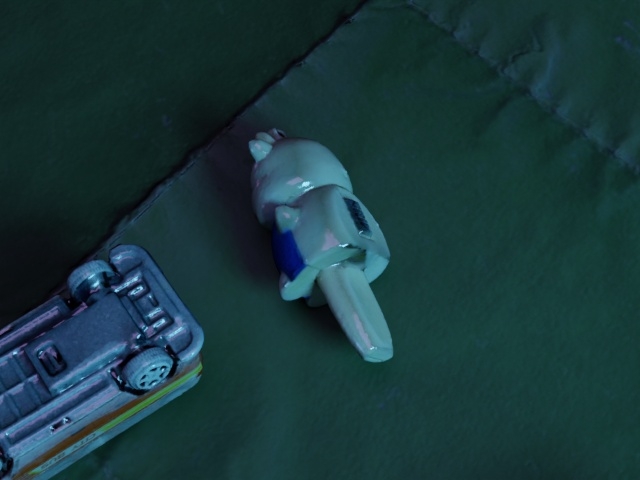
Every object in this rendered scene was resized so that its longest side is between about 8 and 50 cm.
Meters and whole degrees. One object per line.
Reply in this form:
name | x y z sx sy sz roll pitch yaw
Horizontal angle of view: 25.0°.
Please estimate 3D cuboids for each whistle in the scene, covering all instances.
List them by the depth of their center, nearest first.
whistle | 0.000 0.000 1.239 0.092 0.110 0.244 -36 61 23

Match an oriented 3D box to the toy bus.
toy bus | -0.224 0.126 1.179 0.265 0.120 0.121 -33 65 -12
